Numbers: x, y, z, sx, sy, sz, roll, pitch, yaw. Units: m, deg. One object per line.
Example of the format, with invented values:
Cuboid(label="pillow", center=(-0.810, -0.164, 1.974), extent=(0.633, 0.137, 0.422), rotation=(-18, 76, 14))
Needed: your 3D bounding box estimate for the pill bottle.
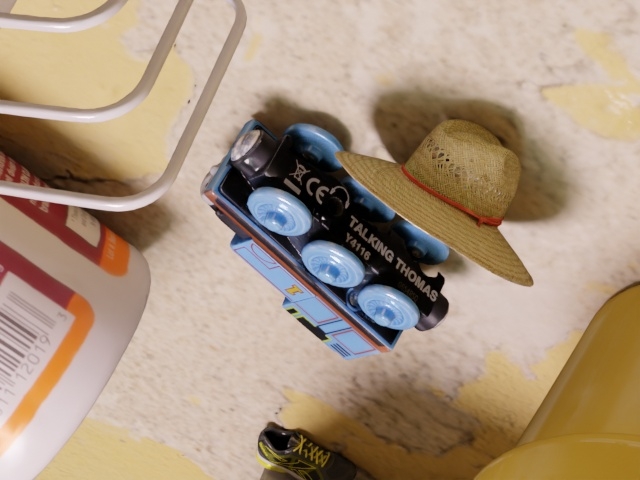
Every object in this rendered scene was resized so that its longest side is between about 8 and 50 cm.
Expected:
Cuboid(label="pill bottle", center=(-0.329, -0.008, 1.288), extent=(0.392, 0.224, 0.224), rotation=(37, 142, -17))

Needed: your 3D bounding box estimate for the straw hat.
Cuboid(label="straw hat", center=(0.085, -0.037, 1.152), extent=(0.144, 0.144, 0.061), rotation=(31, 101, -10))

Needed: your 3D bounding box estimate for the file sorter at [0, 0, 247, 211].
Cuboid(label="file sorter", center=(-0.160, -0.176, 1.012), extent=(0.173, 0.193, 0.278), rotation=(8, 141, 17))

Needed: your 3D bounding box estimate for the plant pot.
Cuboid(label="plant pot", center=(0.215, 0.164, 1.180), extent=(0.254, 0.239, 0.254), rotation=(13, 140, 11))

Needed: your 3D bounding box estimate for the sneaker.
Cuboid(label="sneaker", center=(-0.013, 0.167, 1.491), extent=(0.083, 0.031, 0.035), rotation=(13, 142, 15))

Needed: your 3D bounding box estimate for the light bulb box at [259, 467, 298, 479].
Cuboid(label="light bulb box", center=(-0.027, 0.401, 1.401), extent=(0.225, 0.358, 0.361), rotation=(23, 100, 2))

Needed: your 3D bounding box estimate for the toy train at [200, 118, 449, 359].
Cuboid(label="toy train", center=(0.000, 0.000, 1.239), extent=(0.184, 0.080, 0.105), rotation=(41, 147, -22))
